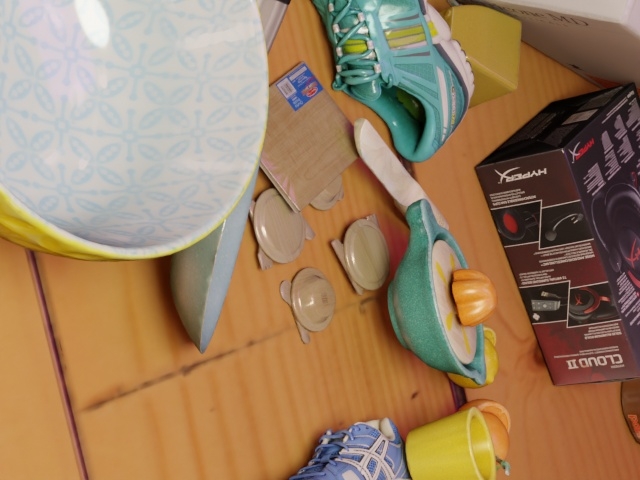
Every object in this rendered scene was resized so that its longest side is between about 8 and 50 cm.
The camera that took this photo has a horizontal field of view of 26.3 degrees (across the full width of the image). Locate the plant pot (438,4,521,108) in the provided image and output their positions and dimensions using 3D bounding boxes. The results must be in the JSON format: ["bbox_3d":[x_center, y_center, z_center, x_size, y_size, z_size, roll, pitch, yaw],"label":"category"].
[{"bbox_3d":[0.141,-0.190,1.365,0.083,0.081,0.081,25,62,-36],"label":"plant pot"}]

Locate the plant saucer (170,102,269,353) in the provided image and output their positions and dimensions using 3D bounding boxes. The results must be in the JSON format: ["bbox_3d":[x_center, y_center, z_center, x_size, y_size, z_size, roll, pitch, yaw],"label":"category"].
[{"bbox_3d":[-0.078,-0.015,1.003,0.195,0.037,0.195,15,90,-89],"label":"plant saucer"}]

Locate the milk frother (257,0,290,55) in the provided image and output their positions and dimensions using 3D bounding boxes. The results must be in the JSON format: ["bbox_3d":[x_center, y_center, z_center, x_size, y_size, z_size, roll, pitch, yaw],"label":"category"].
[{"bbox_3d":[-0.079,-0.197,1.072,0.143,0.129,0.134,-37,152,-79],"label":"milk frother"}]

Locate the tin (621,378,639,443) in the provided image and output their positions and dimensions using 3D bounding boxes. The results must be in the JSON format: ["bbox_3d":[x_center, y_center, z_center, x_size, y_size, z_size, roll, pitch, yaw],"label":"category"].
[{"bbox_3d":[0.411,0.169,1.659,0.189,0.040,0.106,-50,124,-46],"label":"tin"}]

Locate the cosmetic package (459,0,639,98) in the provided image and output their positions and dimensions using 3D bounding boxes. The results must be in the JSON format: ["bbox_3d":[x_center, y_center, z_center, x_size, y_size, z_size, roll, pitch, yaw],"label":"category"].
[{"bbox_3d":[0.350,-0.259,1.485,0.453,0.230,0.161,17,93,-51],"label":"cosmetic package"}]

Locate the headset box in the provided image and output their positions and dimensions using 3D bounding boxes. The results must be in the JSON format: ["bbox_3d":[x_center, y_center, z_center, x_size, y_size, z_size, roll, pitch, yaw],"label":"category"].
[{"bbox_3d":[0.304,0.005,1.498,0.218,0.110,0.293,-39,112,-49],"label":"headset box"}]

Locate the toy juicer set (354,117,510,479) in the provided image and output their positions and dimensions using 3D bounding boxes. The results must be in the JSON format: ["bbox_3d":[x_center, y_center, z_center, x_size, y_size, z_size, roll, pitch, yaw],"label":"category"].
[{"bbox_3d":[0.124,0.059,1.226,0.209,0.090,0.329,18,59,-66],"label":"toy juicer set"}]

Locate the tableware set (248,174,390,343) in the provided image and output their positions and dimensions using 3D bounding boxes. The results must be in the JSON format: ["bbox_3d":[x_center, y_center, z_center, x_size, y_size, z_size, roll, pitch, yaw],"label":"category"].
[{"bbox_3d":[0.000,0.000,1.179,0.169,0.020,0.141,-42,113,-47],"label":"tableware set"}]

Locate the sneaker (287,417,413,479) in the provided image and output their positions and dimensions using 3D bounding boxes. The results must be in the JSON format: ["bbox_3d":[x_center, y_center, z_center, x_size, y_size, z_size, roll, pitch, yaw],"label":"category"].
[{"bbox_3d":[0.010,0.193,1.105,0.211,0.080,0.081,2,73,-62],"label":"sneaker"}]

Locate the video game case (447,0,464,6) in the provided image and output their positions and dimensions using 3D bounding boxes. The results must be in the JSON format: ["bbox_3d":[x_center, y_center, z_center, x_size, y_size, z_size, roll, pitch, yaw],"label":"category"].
[{"bbox_3d":[0.151,-0.280,1.454,0.122,0.011,0.087,41,51,-39],"label":"video game case"}]

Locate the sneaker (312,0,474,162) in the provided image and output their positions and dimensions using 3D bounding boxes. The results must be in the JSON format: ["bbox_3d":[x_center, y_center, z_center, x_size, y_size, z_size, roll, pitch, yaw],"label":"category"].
[{"bbox_3d":[0.050,-0.183,1.229,0.275,0.107,0.110,49,56,-33],"label":"sneaker"}]

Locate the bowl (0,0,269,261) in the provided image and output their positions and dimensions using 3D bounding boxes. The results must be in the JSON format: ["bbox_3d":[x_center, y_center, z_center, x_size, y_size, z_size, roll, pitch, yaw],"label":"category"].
[{"bbox_3d":[-0.182,-0.117,0.858,0.289,0.156,0.289,18,66,-49],"label":"bowl"}]

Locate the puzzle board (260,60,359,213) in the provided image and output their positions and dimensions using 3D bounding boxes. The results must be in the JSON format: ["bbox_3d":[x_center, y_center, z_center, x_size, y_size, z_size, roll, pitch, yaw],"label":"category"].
[{"bbox_3d":[-0.018,-0.089,1.167,0.096,0.011,0.128,52,41,-7],"label":"puzzle board"}]
